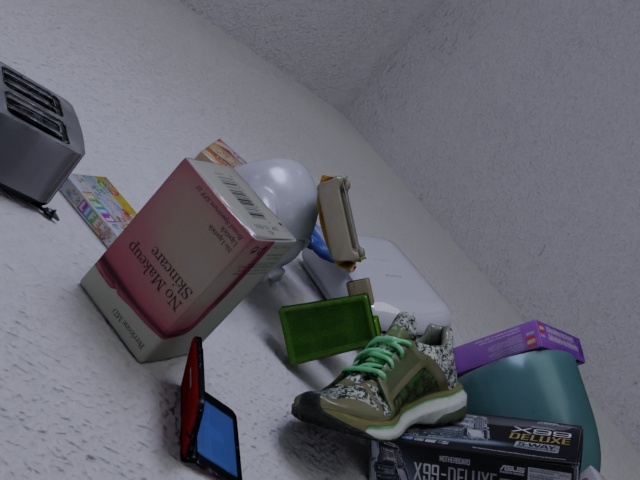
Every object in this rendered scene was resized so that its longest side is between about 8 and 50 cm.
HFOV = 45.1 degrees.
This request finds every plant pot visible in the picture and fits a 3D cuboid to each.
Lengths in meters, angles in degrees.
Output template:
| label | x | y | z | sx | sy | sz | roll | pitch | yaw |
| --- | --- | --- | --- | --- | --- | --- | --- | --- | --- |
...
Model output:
| label | x | y | z | sx | sy | sz | roll | pitch | yaw |
| --- | --- | --- | --- | --- | --- | --- | --- | --- | --- |
| plant pot | 0.390 | 0.380 | 1.460 | 0.293 | 0.293 | 0.235 | 26 | 39 | -48 |

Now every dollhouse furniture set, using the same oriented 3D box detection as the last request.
| label | x | y | z | sx | sy | sz | roll | pitch | yaw |
| --- | --- | --- | --- | --- | --- | --- | --- | --- | --- |
| dollhouse furniture set | 0.001 | 0.044 | 1.359 | 0.197 | 0.151 | 0.302 | -11 | 89 | -83 |

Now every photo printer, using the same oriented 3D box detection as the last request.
| label | x | y | z | sx | sy | sz | roll | pitch | yaw |
| --- | --- | --- | --- | --- | --- | --- | --- | --- | --- |
| photo printer | 0.128 | 0.110 | 1.691 | 0.255 | 0.107 | 0.308 | 7 | 32 | -36 |

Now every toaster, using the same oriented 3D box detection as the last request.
| label | x | y | z | sx | sy | sz | roll | pitch | yaw |
| --- | --- | --- | --- | --- | --- | --- | --- | --- | --- |
| toaster | -0.426 | -0.147 | 1.074 | 0.185 | 0.110 | 0.168 | 31 | 20 | -40 |

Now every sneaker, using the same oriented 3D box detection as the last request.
| label | x | y | z | sx | sy | sz | roll | pitch | yaw |
| --- | --- | --- | --- | --- | --- | --- | --- | --- | --- |
| sneaker | 0.098 | 0.203 | 1.214 | 0.158 | 0.182 | 0.410 | 2 | -2 | 36 |

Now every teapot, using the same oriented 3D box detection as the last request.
| label | x | y | z | sx | sy | sz | roll | pitch | yaw |
| --- | --- | --- | --- | --- | --- | --- | --- | --- | --- |
| teapot | -0.106 | -0.020 | 1.391 | 0.256 | 0.252 | 0.187 | -6 | 73 | -51 |

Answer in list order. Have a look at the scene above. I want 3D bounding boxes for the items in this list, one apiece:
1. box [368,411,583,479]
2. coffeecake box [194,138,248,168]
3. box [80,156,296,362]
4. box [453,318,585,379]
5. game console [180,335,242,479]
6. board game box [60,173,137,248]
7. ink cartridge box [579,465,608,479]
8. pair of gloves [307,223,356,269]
| label | x | y | z | sx | sy | sz | roll | pitch | yaw |
| --- | --- | --- | --- | --- | --- | --- | --- | --- | --- |
| box | 0.258 | 0.341 | 1.237 | 0.307 | 0.077 | 0.242 | 2 | 1 | 22 |
| coffeecake box | -0.209 | -0.142 | 1.700 | 0.142 | 0.068 | 0.185 | 41 | 15 | -7 |
| box | -0.174 | 0.027 | 1.016 | 0.149 | 0.232 | 0.126 | 48 | 16 | 16 |
| box | 0.355 | 0.248 | 1.557 | 0.200 | 0.293 | 0.057 | 23 | 51 | -46 |
| game console | -0.127 | 0.208 | 0.946 | 0.085 | 0.124 | 0.144 | 10 | 26 | -16 |
| board game box | -0.327 | -0.039 | 1.198 | 0.154 | 0.026 | 0.103 | 47 | 16 | 13 |
| ink cartridge box | 0.425 | 0.523 | 1.224 | 0.168 | 0.233 | 0.171 | 41 | 16 | -10 |
| pair of gloves | 0.000 | 0.000 | 1.577 | 0.159 | 0.023 | 0.198 | 45 | 13 | 24 |
